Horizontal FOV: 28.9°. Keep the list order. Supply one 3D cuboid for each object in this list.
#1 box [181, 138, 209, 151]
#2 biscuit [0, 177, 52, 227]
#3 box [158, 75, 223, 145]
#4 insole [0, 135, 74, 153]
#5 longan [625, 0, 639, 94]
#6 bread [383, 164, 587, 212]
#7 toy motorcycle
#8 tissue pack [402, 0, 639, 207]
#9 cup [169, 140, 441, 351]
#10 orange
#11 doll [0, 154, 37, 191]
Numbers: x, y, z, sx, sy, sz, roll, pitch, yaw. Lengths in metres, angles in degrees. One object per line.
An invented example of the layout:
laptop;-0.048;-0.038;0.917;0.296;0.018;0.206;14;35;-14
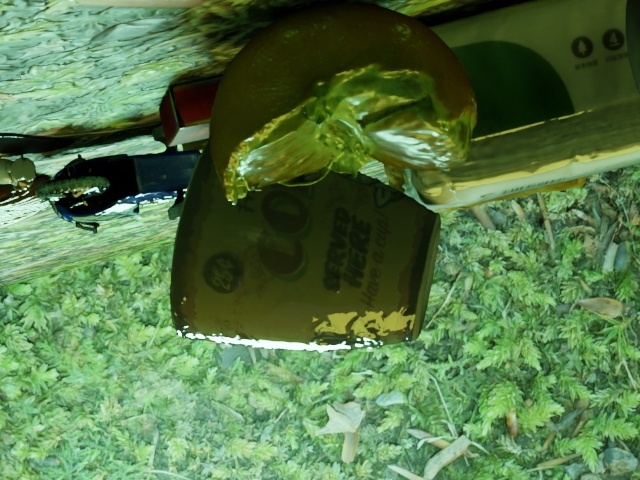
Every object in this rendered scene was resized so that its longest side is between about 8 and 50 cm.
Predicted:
box;-0.098;-0.143;1.633;0.087;0.023;0.155;-21;174;43
biscuit;-0.502;-0.027;1.635;0.318;0.040;0.318;-14;178;-1
box;-0.079;-0.148;1.330;0.175;0.048;0.112;-14;177;-13
insole;-0.343;-0.102;1.333;0.080;0.003;0.232;-15;178;26
longan;0.400;-0.173;0.987;0.288;0.288;0.350;-13;-176;-37
bread;0.242;-0.147;1.645;0.344;0.195;0.149;-14;-163;-18
toy motorcycle;-0.221;-0.071;1.519;0.315;0.113;0.169;-10;178;-41
tissue pack;0.251;-0.159;1.365;0.356;0.194;0.266;-13;178;2
cup;0.000;0.000;1.353;0.257;0.227;0.301;12;-147;6
orange;0.014;-0.127;1.091;0.237;0.158;0.179;-12;171;5
doll;-0.339;-0.079;1.402;0.058;0.040;0.085;6;174;-44
